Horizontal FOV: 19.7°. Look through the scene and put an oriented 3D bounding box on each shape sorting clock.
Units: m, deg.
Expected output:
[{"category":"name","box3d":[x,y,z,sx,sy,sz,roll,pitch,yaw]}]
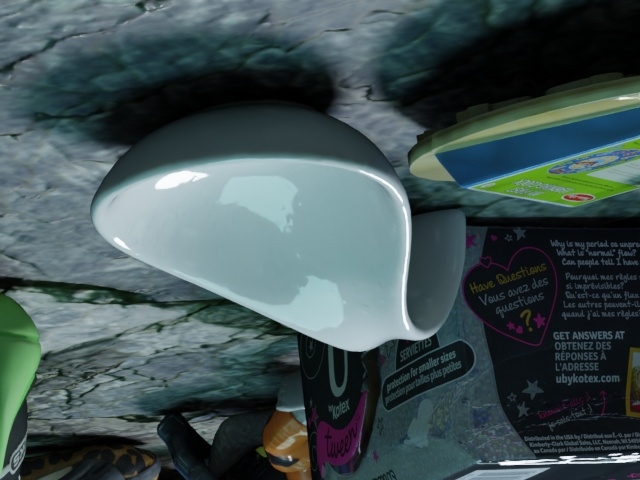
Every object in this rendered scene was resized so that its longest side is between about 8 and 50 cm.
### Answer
[{"category":"shape sorting clock","box3d":[0.140,-0.053,0.813,0.206,0.040,0.206,-12,172,-2]}]

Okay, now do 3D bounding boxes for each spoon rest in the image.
[{"category":"spoon rest","box3d":[0.000,0.000,0.871,0.137,0.084,0.276,-14,164,24]}]

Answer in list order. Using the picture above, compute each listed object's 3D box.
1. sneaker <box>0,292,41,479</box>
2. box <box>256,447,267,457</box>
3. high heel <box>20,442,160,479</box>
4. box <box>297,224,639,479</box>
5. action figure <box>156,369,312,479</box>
[{"category":"sneaker","box3d":[-0.332,0.168,1.111,0.185,0.202,0.483,6,160,-35]},{"category":"box","box3d":[-0.023,0.301,1.656,0.058,0.232,0.087,-14,164,25]},{"category":"high heel","box3d":[-0.270,0.221,1.585,0.261,0.093,0.186,-5,-171,40]},{"category":"box","box3d":[0.102,0.088,1.121,0.163,0.142,0.247,1,162,-21]},{"category":"action figure","box3d":[0.048,0.217,1.400,0.178,0.341,0.330,-43,-177,-11]}]
